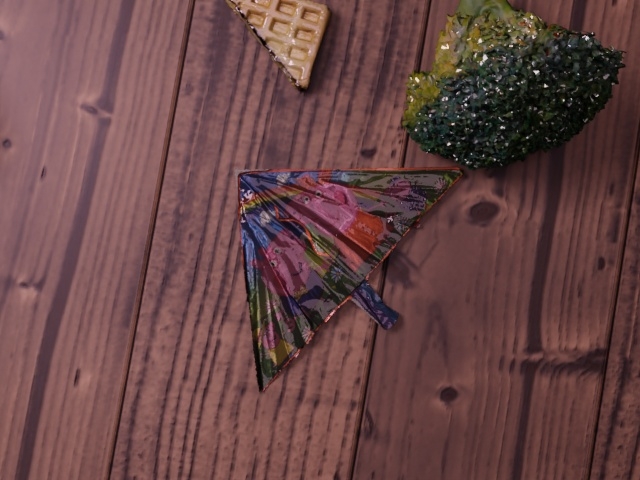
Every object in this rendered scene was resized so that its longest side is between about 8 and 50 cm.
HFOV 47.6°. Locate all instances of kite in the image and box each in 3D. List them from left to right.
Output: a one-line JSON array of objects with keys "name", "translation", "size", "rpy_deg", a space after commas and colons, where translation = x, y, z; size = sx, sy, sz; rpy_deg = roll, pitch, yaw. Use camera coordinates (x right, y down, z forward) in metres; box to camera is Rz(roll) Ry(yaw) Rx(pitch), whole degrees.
[{"name": "kite", "translation": [0.000, 0.000, 0.766], "size": [0.234, 0.016, 0.321], "rpy_deg": [43, 87, 2]}]

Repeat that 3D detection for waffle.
[{"name": "waffle", "translation": [-0.070, -0.227, 0.765], "size": [0.152, 0.023, 0.097], "rpy_deg": [20, 87, -2]}]

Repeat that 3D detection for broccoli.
[{"name": "broccoli", "translation": [0.179, -0.174, 0.729], "size": [0.219, 0.194, 0.194], "rpy_deg": [-24, 89, 21]}]
